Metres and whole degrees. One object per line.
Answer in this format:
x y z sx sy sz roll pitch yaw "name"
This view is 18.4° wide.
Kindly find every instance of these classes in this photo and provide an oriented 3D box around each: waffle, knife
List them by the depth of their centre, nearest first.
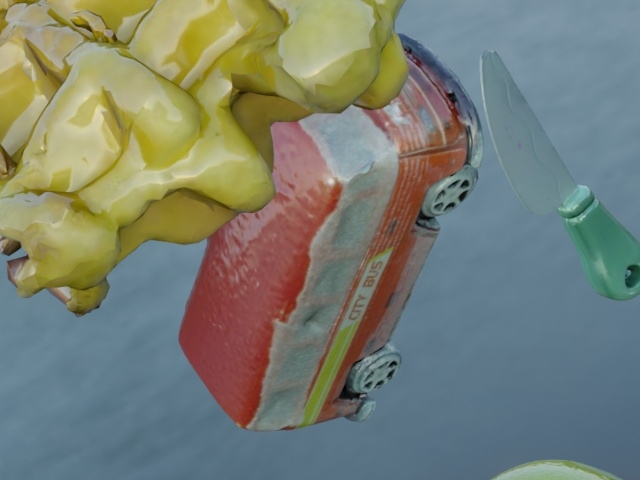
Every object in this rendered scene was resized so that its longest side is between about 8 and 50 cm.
-0.064 -0.095 0.545 0.283 0.065 0.309 -15 42 24 "waffle"
0.188 -0.044 1.606 0.063 0.260 0.035 -48 28 -15 "knife"

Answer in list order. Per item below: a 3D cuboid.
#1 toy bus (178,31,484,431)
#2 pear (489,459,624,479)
0.000 0.000 1.203 0.120 0.265 0.121 -14 52 -35 "toy bus"
0.205 0.298 1.819 0.220 0.187 0.187 -7 19 1 "pear"
